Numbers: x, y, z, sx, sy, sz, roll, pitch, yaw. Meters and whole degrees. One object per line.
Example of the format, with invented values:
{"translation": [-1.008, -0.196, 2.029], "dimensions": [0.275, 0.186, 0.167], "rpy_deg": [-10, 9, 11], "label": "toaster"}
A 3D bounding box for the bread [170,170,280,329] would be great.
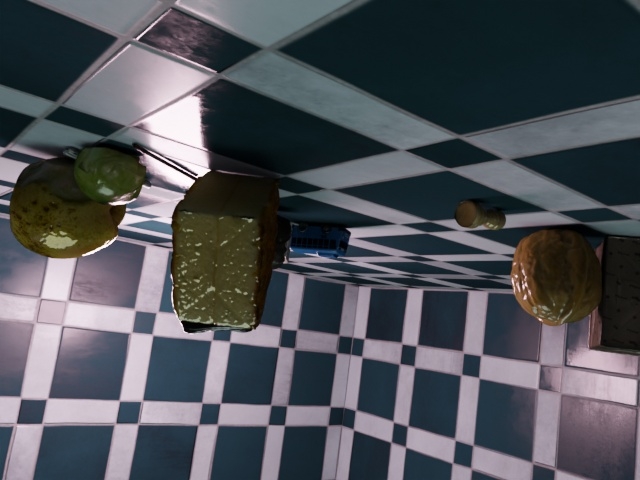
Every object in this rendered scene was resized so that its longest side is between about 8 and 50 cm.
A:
{"translation": [-0.210, 0.013, 1.321], "dimensions": [0.207, 0.279, 0.279], "rpy_deg": [6, -152, -1], "label": "bread"}

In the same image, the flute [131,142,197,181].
{"translation": [-0.355, -0.177, 1.352], "dimensions": [0.014, 0.014, 0.269], "rpy_deg": [5, 172, 18], "label": "flute"}

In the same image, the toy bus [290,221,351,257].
{"translation": [0.000, 0.000, 1.914], "dimensions": [0.185, 0.106, 0.090], "rpy_deg": [4, 168, 24], "label": "toy bus"}

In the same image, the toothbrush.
{"translation": [-0.522, -0.180, 1.460], "dimensions": [0.026, 0.024, 0.288], "rpy_deg": [-11, 164, 23], "label": "toothbrush"}

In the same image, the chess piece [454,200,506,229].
{"translation": [0.379, -0.055, 1.370], "dimensions": [0.122, 0.066, 0.066], "rpy_deg": [7, 174, -38], "label": "chess piece"}

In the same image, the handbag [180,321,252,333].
{"translation": [-0.258, 0.105, 1.499], "dimensions": [0.192, 0.332, 0.075], "rpy_deg": [-1, 133, -7], "label": "handbag"}

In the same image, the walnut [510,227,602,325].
{"translation": [0.612, 0.096, 1.509], "dimensions": [0.224, 0.257, 0.257], "rpy_deg": [10, 171, -13], "label": "walnut"}

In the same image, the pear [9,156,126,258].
{"translation": [-0.624, -0.079, 1.447], "dimensions": [0.271, 0.271, 0.271], "rpy_deg": [7, 172, 1], "label": "pear"}

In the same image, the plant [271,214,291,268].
{"translation": [-0.235, -0.013, 1.731], "dimensions": [0.276, 0.199, 0.188], "rpy_deg": [13, 176, -20], "label": "plant"}

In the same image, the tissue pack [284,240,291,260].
{"translation": [-0.198, 0.006, 2.064], "dimensions": [0.185, 0.124, 0.225], "rpy_deg": [8, 171, 0], "label": "tissue pack"}

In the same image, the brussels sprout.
{"translation": [-0.481, -0.142, 1.327], "dimensions": [0.152, 0.122, 0.149], "rpy_deg": [8, 174, 7], "label": "brussels sprout"}

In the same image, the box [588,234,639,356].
{"translation": [0.843, 0.153, 1.527], "dimensions": [0.225, 0.297, 0.190], "rpy_deg": [5, 171, 18], "label": "box"}
